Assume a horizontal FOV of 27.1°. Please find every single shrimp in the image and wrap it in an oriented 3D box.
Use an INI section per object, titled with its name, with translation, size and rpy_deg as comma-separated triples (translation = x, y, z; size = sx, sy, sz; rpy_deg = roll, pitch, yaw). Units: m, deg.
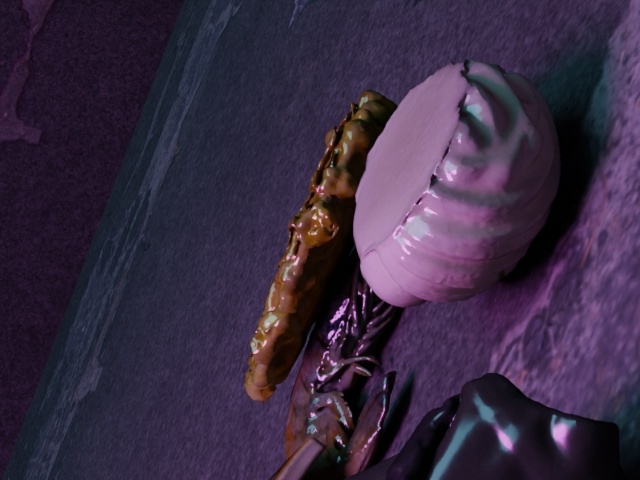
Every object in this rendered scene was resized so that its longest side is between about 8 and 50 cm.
[shrimp]
translation = 0.040, 0.077, 1.057
size = 0.296, 0.058, 0.169
rpy_deg = -68, 24, 11

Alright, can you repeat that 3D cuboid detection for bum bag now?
[bum bag]
translation = 0.026, 0.182, 0.724
size = 0.326, 0.080, 0.142
rpy_deg = -40, 66, 22

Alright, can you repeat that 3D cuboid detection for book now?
[book]
translation = -0.097, 0.277, 1.074
size = 0.208, 0.020, 0.295
rpy_deg = -52, -2, -29

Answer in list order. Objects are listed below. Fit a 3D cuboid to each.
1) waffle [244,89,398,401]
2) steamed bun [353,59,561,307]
[waffle]
translation = 0.002, 0.001, 1.154
size = 0.291, 0.051, 0.291
rpy_deg = 23, -90, -84
[steamed bun]
translation = 0.100, -0.035, 0.916
size = 0.183, 0.106, 0.183
rpy_deg = -53, 21, 31
